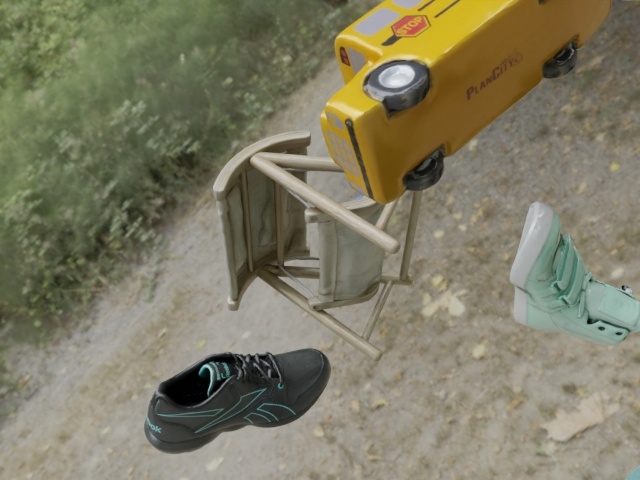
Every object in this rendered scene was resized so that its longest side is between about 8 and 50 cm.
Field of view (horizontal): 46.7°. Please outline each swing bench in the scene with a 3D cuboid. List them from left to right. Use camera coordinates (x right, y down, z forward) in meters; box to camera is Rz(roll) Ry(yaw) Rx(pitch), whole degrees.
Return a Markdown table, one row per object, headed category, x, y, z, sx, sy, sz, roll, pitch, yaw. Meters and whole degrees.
| category | x | y | z | sx | sy | sz | roll | pitch | yaw |
| --- | --- | --- | --- | --- | --- | --- | --- | --- | --- |
| swing bench | 0.000 | 0.000 | 1.031 | 0.253 | 0.255 | 0.165 | 92 | -159 | -49 |

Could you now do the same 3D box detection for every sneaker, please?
| category | x | y | z | sx | sy | sz | roll | pitch | yaw |
| --- | --- | --- | --- | --- | --- | --- | --- | --- | --- |
| sneaker | -0.101 | 0.198 | 0.983 | 0.267 | 0.106 | 0.101 | -18 | 46 | -25 |
| sneaker | 0.301 | 0.042 | 0.847 | 0.151 | 0.256 | 0.094 | 14 | 68 | 23 |

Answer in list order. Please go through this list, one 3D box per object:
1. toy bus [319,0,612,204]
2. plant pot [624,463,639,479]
| category | x | y | z | sx | sy | sz | roll | pitch | yaw |
| --- | --- | --- | --- | --- | --- | --- | --- | --- | --- |
| toy bus | 0.131 | -0.181 | 0.669 | 0.333 | 0.108 | 0.130 | -39 | 49 | -16 |
| plant pot | 0.412 | 0.303 | 0.676 | 0.293 | 0.235 | 0.293 | -49 | 31 | 45 |
